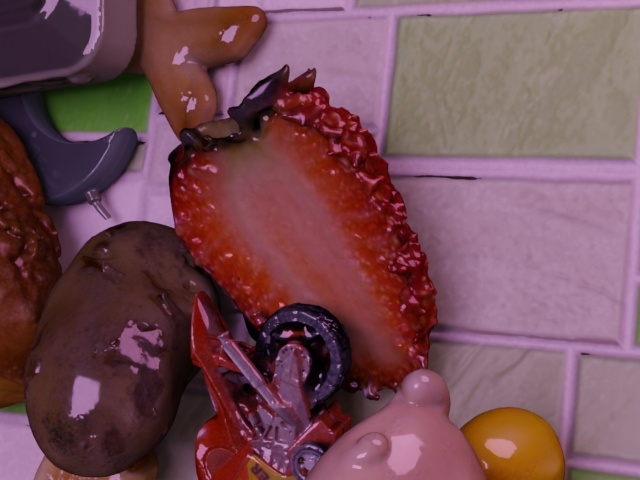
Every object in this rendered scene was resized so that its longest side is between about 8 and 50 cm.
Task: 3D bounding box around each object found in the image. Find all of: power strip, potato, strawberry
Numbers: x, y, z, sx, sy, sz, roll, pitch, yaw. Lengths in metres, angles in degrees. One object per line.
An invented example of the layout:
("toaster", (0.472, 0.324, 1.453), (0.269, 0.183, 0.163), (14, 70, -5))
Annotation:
("power strip", (-0.284, -0.102, 1.276), (0.216, 0.044, 0.137), (40, 100, 27))
("potato", (-0.191, 0.099, 1.103), (0.165, 0.165, 0.262), (1, 46, 26))
("strawberry", (0.000, 0.000, 1.090), (0.233, 0.137, 0.306), (-29, 94, 39))

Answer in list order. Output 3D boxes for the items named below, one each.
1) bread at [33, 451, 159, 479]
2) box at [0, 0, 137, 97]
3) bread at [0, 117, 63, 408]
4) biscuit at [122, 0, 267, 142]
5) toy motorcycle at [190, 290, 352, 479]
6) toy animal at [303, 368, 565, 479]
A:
("bread", (-0.228, 0.258, 1.161), (0.119, 0.084, 0.177), (28, 93, 26))
("box", (-0.365, -0.336, 1.273), (0.367, 0.090, 0.373), (-4, 83, 29))
("bread", (-0.388, 0.019, 1.202), (0.194, 0.179, 0.340), (-29, 75, 33))
("biscuit", (-0.168, -0.209, 1.237), (0.208, 0.047, 0.164), (32, 95, 28))
("toy motorcycle", (-0.049, 0.197, 1.054), (0.171, 0.089, 0.298), (6, 103, 26))
("toy animal", (0.137, 0.258, 0.864), (0.277, 0.345, 0.246), (-42, 48, -22))
